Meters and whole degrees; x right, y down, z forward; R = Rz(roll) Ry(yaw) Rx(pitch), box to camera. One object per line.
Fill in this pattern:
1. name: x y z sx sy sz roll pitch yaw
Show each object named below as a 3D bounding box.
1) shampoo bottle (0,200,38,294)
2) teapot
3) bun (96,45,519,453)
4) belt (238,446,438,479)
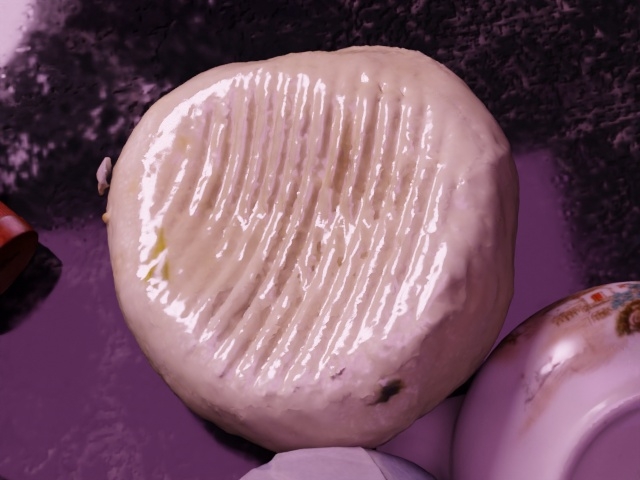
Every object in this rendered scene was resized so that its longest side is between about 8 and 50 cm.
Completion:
1. shampoo bottle: -0.319 -0.078 0.722 0.314 0.076 0.118 39 75 8
2. teapot: 0.187 0.120 0.657 0.298 0.139 0.204 -6 103 -6
3. bun: 0.000 0.000 0.666 0.259 0.160 0.259 -6 65 14
4. belt: -0.035 0.271 0.555 0.212 0.117 0.347 32 96 -29
